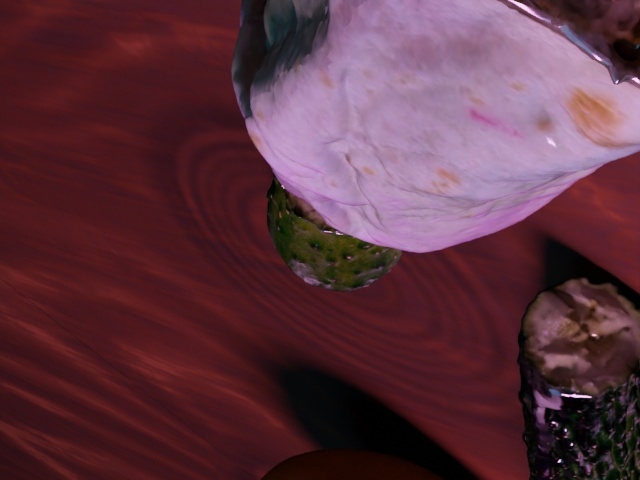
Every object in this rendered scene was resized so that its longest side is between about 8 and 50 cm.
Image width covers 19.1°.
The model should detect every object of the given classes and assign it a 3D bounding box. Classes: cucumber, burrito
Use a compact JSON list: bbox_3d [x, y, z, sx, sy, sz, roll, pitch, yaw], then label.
[{"bbox_3d":[0.000,0.000,0.830,0.067,0.035,0.107,37,161,9],"label":"cucumber"},{"bbox_3d":[0.036,-0.057,0.583,0.144,0.089,0.229,44,158,2],"label":"burrito"},{"bbox_3d":[0.108,0.083,0.770,0.058,0.058,0.187,30,156,29],"label":"cucumber"}]

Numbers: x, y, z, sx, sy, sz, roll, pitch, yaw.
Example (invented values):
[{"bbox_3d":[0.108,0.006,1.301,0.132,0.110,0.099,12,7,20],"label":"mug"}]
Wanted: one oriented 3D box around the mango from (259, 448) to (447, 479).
[{"bbox_3d":[0.053,0.195,0.997,0.221,0.120,0.151,36,157,-11],"label":"mango"}]
